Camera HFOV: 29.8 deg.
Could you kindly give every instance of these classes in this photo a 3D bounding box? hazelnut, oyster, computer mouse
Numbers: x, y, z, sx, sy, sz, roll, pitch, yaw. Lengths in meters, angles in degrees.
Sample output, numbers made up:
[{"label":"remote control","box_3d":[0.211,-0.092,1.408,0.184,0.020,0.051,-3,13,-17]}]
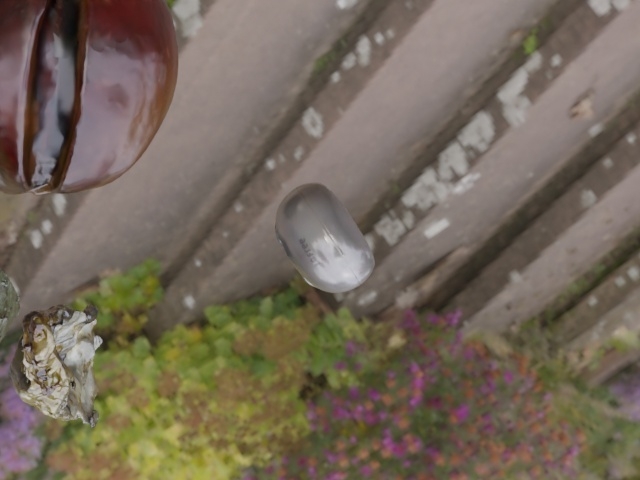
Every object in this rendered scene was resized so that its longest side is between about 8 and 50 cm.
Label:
[{"label":"hazelnut","box_3d":[-0.198,-0.117,0.792,0.204,0.178,0.178,5,148,-16]},{"label":"oyster","box_3d":[-0.266,0.116,1.228,0.078,0.129,0.345,10,167,0]},{"label":"computer mouse","box_3d":[-0.002,0.001,0.681,0.039,0.066,0.096,-34,-175,-7]}]

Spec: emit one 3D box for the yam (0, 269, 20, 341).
[{"label":"yam","box_3d":[-0.255,0.068,0.716,0.107,0.107,0.183,-51,-169,42]}]
